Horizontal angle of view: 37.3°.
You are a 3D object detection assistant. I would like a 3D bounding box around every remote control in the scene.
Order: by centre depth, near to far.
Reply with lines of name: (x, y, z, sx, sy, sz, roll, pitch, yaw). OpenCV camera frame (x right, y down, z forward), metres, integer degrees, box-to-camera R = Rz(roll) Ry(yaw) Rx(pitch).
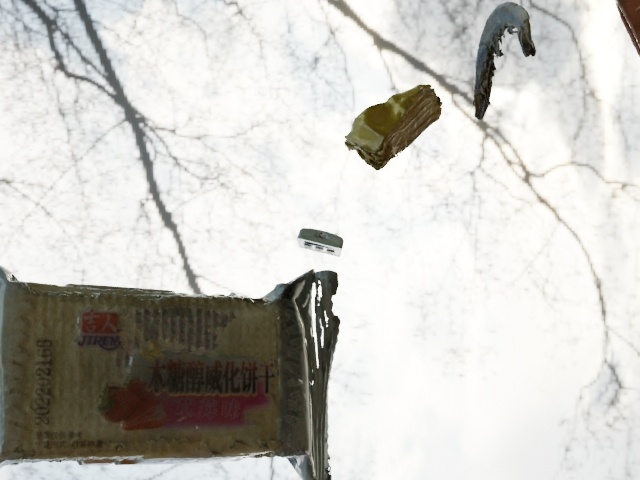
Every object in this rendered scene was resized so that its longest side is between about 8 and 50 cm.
remote control: (0.000, 0.000, 1.302, 0.166, 0.065, 0.029, 86, -161, -85)

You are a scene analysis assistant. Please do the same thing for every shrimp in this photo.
shrimp: (0.293, -0.282, 1.518, 0.035, 0.148, 0.195, 2, -75, -25)

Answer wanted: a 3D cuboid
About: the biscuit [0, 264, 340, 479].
biscuit: (-0.127, 0.103, 0.752, 0.309, 0.079, 0.186, 5, -103, -21)

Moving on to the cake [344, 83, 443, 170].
cake: (0.134, -0.192, 1.591, 0.116, 0.185, 0.079, -116, 13, -52)

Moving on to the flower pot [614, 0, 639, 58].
flower pot: (0.456, -0.257, 1.115, 0.190, 0.173, 0.190, 49, -154, -34)
